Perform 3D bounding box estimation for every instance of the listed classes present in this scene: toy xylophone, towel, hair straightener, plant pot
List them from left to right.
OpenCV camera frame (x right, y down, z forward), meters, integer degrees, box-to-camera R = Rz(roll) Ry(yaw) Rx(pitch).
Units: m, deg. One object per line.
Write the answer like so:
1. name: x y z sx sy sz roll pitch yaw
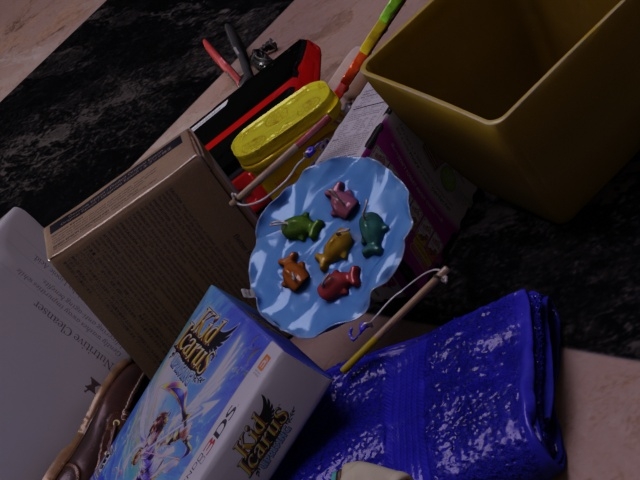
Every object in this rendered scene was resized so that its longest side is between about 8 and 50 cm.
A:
1. hair straightener: -0.103 -0.266 2.428 0.089 0.047 0.230 -37 26 0
2. towel: 0.066 0.163 1.489 0.308 0.076 0.228 -26 27 21
3. toy xylophone: 0.112 -0.279 2.037 0.323 0.081 0.236 -56 1 45
4. plant pot: 0.208 -0.143 1.667 0.212 0.187 0.212 -44 38 -14

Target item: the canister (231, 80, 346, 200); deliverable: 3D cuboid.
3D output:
1. canister: 0.002 -0.070 1.839 0.126 0.170 0.073 -35 26 4

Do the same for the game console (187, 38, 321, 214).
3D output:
1. game console: -0.153 -0.069 2.112 0.386 0.060 0.342 -36 19 21

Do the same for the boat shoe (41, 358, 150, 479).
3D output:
1. boat shoe: -0.220 0.215 1.773 0.073 0.073 0.207 17 52 13

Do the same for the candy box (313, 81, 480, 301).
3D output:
1. candy box: 0.087 -0.074 1.757 0.071 0.159 0.233 -9 37 41

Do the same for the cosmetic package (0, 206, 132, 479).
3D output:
1. cosmetic package: -0.371 0.178 1.812 0.156 0.217 0.385 -34 22 45

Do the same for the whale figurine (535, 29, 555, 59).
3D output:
1. whale figurine: 0.269 -0.249 1.827 0.141 0.216 0.272 -7 9 -36

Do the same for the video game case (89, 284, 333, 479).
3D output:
1. video game case: -0.114 0.182 1.577 0.244 0.061 0.269 -57 20 0

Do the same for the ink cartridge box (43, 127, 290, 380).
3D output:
1. ink cartridge box: -0.144 0.032 1.777 0.193 0.235 0.088 -34 27 3

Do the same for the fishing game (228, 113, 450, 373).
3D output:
1. fishing game: 0.000 0.000 1.594 0.189 0.041 0.264 -41 48 12

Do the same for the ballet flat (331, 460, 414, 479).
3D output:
1. ballet flat: 0.030 0.284 1.320 0.086 0.086 0.248 -16 48 36

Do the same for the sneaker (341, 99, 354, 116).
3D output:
1. sneaker: 0.056 -0.138 2.004 0.158 0.065 0.061 -24 28 26
